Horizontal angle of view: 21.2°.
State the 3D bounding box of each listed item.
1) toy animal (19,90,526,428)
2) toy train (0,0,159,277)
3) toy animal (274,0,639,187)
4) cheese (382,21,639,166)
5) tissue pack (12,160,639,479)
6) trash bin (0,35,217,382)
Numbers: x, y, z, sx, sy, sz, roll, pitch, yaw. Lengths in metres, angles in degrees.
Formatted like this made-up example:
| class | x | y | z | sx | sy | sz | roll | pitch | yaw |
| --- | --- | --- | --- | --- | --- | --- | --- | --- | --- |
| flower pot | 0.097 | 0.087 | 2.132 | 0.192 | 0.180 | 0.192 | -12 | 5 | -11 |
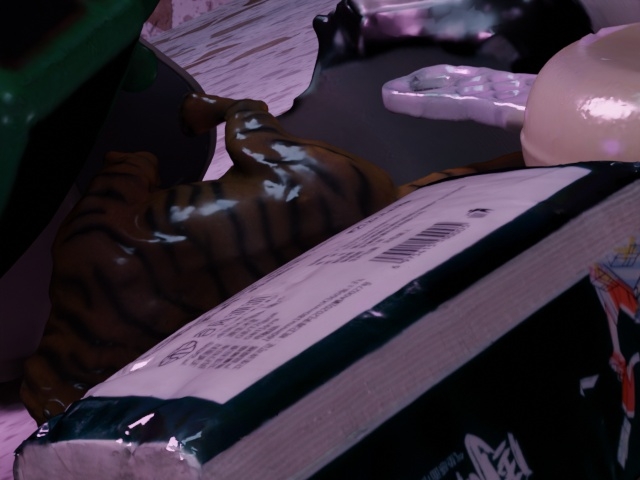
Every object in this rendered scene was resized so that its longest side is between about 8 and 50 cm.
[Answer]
| class | x | y | z | sx | sy | sz | roll | pitch | yaw |
| --- | --- | --- | --- | --- | --- | --- | --- | --- | --- |
| toy animal | -0.004 | -0.007 | 0.672 | 0.255 | 0.114 | 0.116 | -22 | 15 | -8 |
| toy train | -0.174 | -0.120 | 0.694 | 0.178 | 0.249 | 0.429 | -59 | -2 | 32 |
| toy animal | 0.072 | -0.084 | 0.819 | 0.166 | 0.138 | 0.179 | 4 | 29 | 29 |
| cheese | 0.116 | -0.045 | 0.625 | 0.227 | 0.064 | 0.137 | 11 | 23 | 44 |
| tissue pack | 0.016 | 0.047 | 0.448 | 0.170 | 0.090 | 0.103 | -29 | 13 | -36 |
| trash bin | -0.216 | -0.021 | 0.904 | 0.290 | 0.182 | 0.209 | -9 | 17 | 23 |
